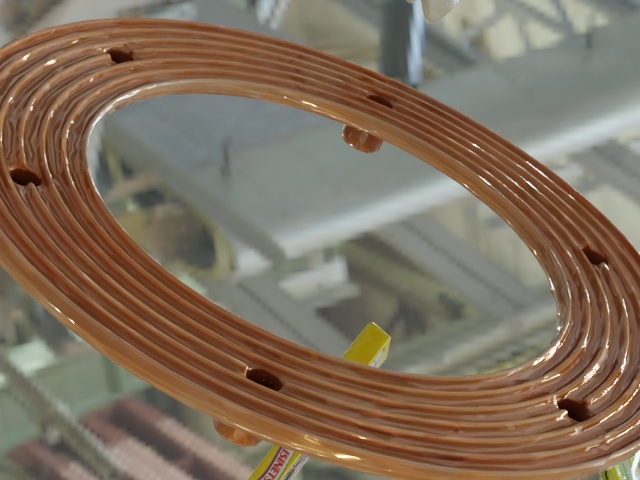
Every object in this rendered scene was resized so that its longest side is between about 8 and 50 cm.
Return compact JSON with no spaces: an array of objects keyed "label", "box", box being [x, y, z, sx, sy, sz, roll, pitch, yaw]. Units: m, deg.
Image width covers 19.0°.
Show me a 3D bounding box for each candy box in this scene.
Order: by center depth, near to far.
[{"label":"candy box","box":[-0.011,0.164,1.632,0.027,0.105,0.206,37,-100,6]}]

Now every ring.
[{"label":"ring","box":[0.000,0.000,0.832,0.336,0.032,0.336,18,-152,-10]}]

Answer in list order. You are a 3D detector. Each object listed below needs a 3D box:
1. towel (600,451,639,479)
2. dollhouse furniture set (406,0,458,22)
[{"label":"towel","box":[0.307,0.132,1.749,0.021,0.102,0.237,8,-131,32]},{"label":"dollhouse furniture set","box":[0.040,-0.384,1.452,0.355,0.174,0.303,40,-97,14]}]
